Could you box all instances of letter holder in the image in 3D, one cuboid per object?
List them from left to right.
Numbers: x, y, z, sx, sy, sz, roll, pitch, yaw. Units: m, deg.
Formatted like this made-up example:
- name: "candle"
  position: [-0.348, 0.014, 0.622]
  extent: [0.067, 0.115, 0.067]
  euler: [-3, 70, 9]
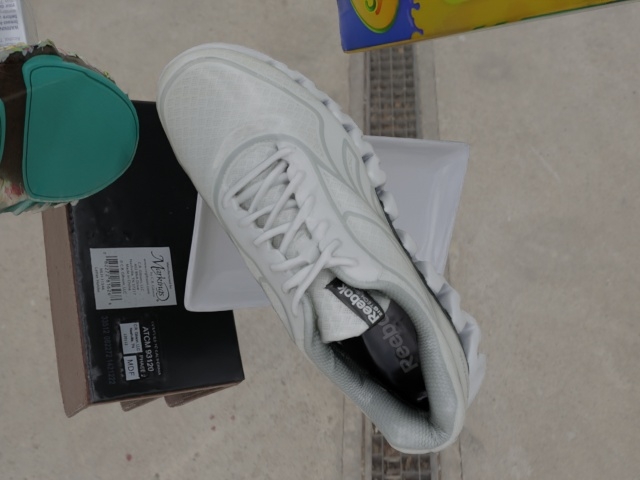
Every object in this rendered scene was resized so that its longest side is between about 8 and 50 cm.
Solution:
- name: "letter holder"
  position: [-0.217, 0.030, 0.767]
  extent: [0.152, 0.214, 0.301]
  euler: [-2, 72, -33]

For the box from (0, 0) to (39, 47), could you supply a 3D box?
- name: "box"
  position: [-0.293, -0.139, 0.570]
  extent: [0.126, 0.072, 0.137]
  euler: [-9, 82, -14]

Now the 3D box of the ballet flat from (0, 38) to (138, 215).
- name: "ballet flat"
  position: [-0.162, -0.048, 0.308]
  extent: [0.077, 0.091, 0.241]
  euler: [13, 15, 8]

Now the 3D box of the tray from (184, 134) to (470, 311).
- name: "tray"
  position: [0.012, -0.021, 0.599]
  extent: [0.271, 0.145, 0.030]
  euler: [-2, 21, -36]

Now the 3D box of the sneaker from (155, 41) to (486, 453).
- name: "sneaker"
  position: [0.000, 0.000, 0.428]
  extent: [0.110, 0.118, 0.292]
  euler: [-38, 90, 15]

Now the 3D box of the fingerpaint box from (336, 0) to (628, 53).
- name: "fingerpaint box"
  position: [0.157, -0.389, 0.510]
  extent: [0.163, 0.444, 0.371]
  euler: [-20, 16, -37]
